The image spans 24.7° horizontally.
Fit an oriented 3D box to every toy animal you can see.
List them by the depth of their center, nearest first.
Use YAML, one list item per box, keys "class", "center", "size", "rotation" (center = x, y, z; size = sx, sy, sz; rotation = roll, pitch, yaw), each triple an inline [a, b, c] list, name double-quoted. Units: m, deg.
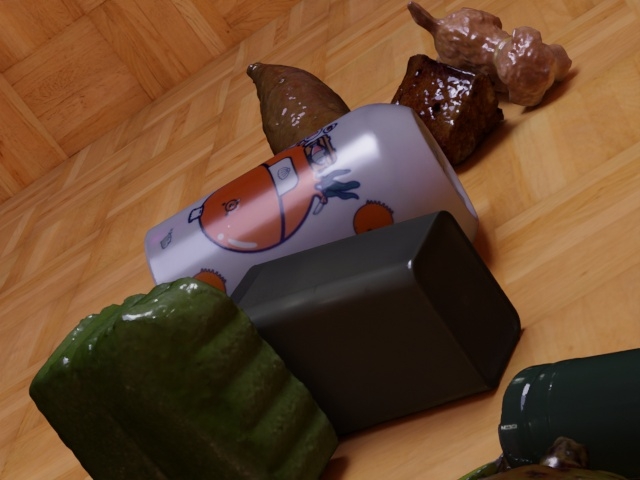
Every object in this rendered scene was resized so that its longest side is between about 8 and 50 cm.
- class: "toy animal"
  center: [0.210, -0.242, 1.847]
  size: [0.104, 0.184, 0.185]
  rotation: [-60, 23, 10]

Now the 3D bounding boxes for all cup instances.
- class: "cup"
  center: [0.000, 0.000, 1.576]
  size: [0.317, 0.212, 0.212]
  rotation: [-30, 19, 9]

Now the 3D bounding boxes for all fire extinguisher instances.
- class: "fire extinguisher"
  center: [0.266, 0.107, 1.003]
  size: [0.095, 0.114, 0.311]
  rotation: [1, -10, -42]

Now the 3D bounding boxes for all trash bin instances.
- class: "trash bin"
  center: [0.043, 0.081, 1.377]
  size: [0.240, 0.164, 0.122]
  rotation: [-21, 24, 38]

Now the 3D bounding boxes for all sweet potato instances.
- class: "sweet potato"
  center: [-0.015, -0.143, 1.928]
  size: [0.131, 0.131, 0.337]
  rotation: [-39, 41, -6]

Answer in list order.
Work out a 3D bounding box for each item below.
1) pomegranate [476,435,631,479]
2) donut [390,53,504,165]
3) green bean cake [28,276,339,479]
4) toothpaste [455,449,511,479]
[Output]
- class: "pomegranate"
  center: [0.118, 0.242, 0.835]
  size: [0.246, 0.198, 0.198]
  rotation: [-55, 18, 5]
- class: "donut"
  center: [0.141, -0.166, 1.856]
  size: [0.186, 0.144, 0.126]
  rotation: [23, 80, 40]
- class: "green bean cake"
  center: [-0.131, 0.160, 1.364]
  size: [0.222, 0.248, 0.125]
  rotation: [-23, 21, 40]
- class: "toothpaste"
  center: [0.056, 0.246, 1.128]
  size: [0.248, 0.078, 0.047]
  rotation: [-38, 58, 3]
